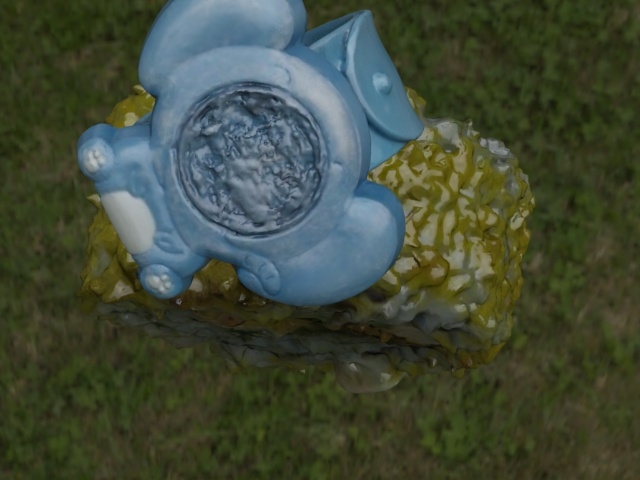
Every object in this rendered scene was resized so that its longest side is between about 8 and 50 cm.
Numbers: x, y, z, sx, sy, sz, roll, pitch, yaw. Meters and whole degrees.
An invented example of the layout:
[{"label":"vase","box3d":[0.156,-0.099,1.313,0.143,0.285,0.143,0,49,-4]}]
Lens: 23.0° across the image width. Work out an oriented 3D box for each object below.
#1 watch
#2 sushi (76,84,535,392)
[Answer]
[{"label":"watch","box3d":[-0.039,-0.066,0.990,0.211,0.211,0.193,10,15,4]},{"label":"sushi","box3d":[0.000,0.000,1.512,0.397,0.351,0.240,-2,71,31]}]
